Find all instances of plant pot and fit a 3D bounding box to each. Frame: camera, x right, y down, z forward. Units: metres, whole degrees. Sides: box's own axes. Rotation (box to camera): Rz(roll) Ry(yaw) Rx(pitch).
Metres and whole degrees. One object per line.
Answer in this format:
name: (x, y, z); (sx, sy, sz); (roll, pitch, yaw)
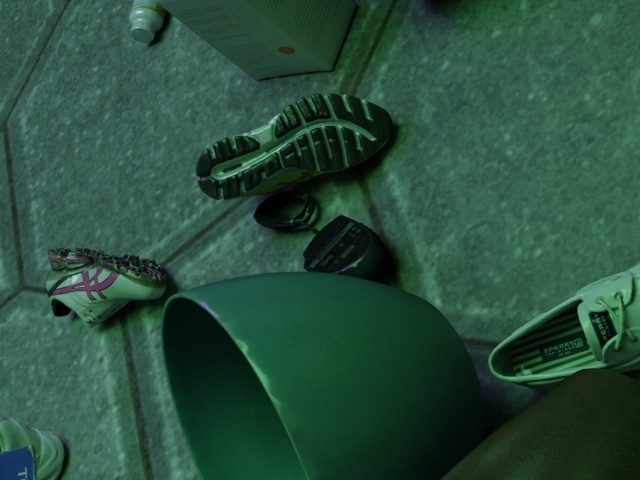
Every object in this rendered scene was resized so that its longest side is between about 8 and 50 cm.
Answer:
plant pot: (0.172, 0.213, 1.253); (0.215, 0.215, 0.230); (6, 51, 48)
plant pot: (0.019, 0.144, 1.427); (0.195, 0.290, 0.290); (-22, 31, -22)

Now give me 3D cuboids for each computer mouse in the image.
computer mouse: (0.000, 0.000, 1.726); (0.071, 0.041, 0.242); (-46, 30, -6)

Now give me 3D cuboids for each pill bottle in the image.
pill bottle: (-0.216, -0.291, 2.174); (0.043, 0.043, 0.083); (-16, 50, 38)

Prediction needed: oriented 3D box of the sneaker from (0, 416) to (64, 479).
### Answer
sneaker: (-0.371, 0.286, 1.812); (0.090, 0.115, 0.232); (6, 66, 49)

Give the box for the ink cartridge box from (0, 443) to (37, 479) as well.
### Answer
ink cartridge box: (-0.402, 0.382, 1.708); (0.330, 0.071, 0.324); (-20, 68, 42)

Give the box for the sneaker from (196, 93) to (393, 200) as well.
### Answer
sneaker: (-0.022, -0.097, 1.788); (0.208, 0.094, 0.081); (-15, 84, 15)

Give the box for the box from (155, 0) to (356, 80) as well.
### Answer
box: (-0.070, -0.262, 1.892); (0.130, 0.170, 0.091); (-2, 61, 46)

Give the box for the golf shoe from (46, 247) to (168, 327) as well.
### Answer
golf shoe: (-0.234, 0.055, 1.909); (0.186, 0.067, 0.086); (6, 94, 46)

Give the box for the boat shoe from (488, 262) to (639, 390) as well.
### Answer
boat shoe: (0.234, 0.072, 1.365); (0.226, 0.076, 0.083); (-33, 73, 35)
